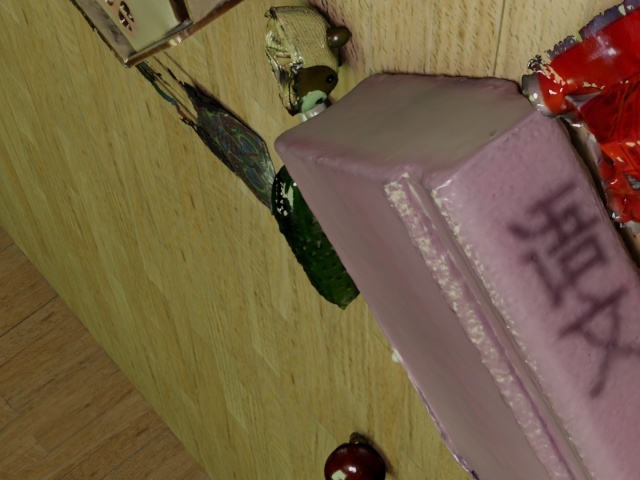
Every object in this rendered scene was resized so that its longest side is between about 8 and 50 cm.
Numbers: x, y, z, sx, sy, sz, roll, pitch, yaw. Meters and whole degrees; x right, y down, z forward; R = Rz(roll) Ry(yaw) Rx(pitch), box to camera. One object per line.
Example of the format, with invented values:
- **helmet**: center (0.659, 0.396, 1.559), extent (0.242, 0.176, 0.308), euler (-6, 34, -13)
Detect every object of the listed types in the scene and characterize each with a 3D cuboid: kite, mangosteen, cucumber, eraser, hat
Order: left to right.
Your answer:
- **kite**: center (-0.140, -0.143, 1.615), extent (0.285, 0.015, 0.152), euler (46, 162, 25)
- **hat**: center (-0.009, -0.147, 1.171), extent (0.077, 0.059, 0.076), euler (88, 158, -55)
- **cucumber**: center (0.000, 0.000, 1.445), extent (0.069, 0.069, 0.227), euler (42, 164, 35)
- **mangosteen**: center (0.046, 0.295, 1.917), extent (0.081, 0.081, 0.081), euler (47, 163, 19)
- **eraser**: center (0.137, 0.061, 1.081), extent (0.359, 0.122, 0.272), euler (60, 162, -21)

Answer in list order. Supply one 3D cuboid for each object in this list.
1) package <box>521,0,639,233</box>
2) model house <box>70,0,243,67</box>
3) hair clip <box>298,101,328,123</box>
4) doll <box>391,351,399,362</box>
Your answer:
- **package**: center (0.209, -0.055, 0.741), extent (0.194, 0.071, 0.269), euler (43, 164, -20)
- **model house**: center (-0.160, -0.258, 1.166), extent (0.326, 0.169, 0.244), euler (36, 159, 43)
- **hair clip**: center (0.059, -0.025, 1.263), extent (0.220, 0.054, 0.140), euler (61, 169, -12)
- **doll**: center (0.098, 0.089, 1.370), extent (0.098, 0.057, 0.143), euler (-6, 117, 41)
